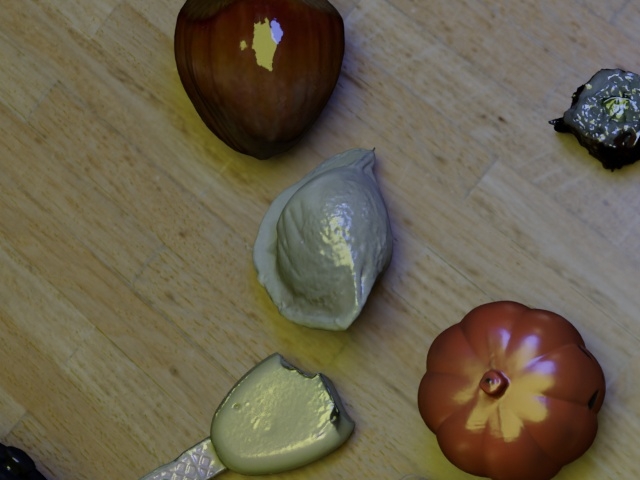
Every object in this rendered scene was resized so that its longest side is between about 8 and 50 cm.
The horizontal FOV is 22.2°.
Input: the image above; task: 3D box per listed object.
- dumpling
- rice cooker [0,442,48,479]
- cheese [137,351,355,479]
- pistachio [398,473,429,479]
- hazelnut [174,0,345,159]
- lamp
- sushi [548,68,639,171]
[{"bbox_3d":[0.000,0.004,1.754,0.166,0.126,0.215,-22,74,29],"label":"dumpling"},{"bbox_3d":[-0.386,0.317,1.743,0.227,0.241,0.280,-52,31,5],"label":"rice cooker"},{"bbox_3d":[-0.093,0.217,1.768,0.255,0.050,0.127,-30,70,10],"label":"cheese"},{"bbox_3d":[0.087,0.341,1.650,0.145,0.117,0.200,23,75,-16],"label":"pistachio"},{"bbox_3d":[-0.060,-0.202,1.800,0.210,0.210,0.186,32,66,22],"label":"hazelnut"},{"bbox_3d":[0.189,0.152,1.629,0.188,0.164,0.187,-4,78,19],"label":"lamp"},{"bbox_3d":[0.303,-0.131,1.701,0.098,0.084,0.094,39,89,19],"label":"sushi"}]
